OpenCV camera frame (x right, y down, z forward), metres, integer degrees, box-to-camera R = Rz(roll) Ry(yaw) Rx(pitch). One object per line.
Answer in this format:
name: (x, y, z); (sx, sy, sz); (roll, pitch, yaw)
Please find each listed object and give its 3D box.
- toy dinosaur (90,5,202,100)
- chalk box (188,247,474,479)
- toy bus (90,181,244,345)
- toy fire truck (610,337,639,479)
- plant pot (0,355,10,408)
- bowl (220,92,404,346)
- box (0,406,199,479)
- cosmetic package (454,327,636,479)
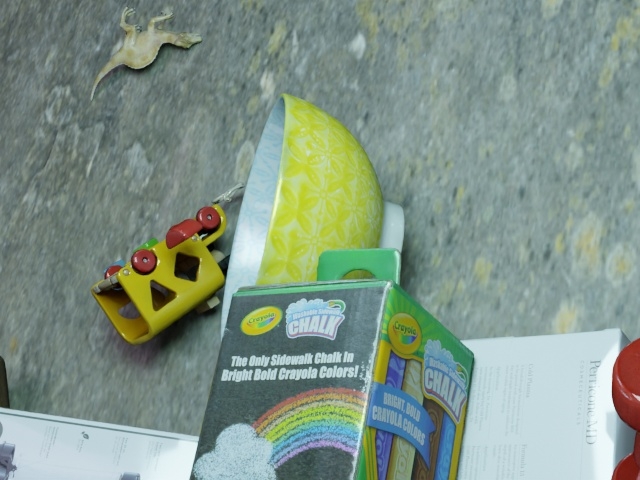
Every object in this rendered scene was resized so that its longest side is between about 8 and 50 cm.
toy dinosaur: (-0.251, -0.264, 1.908); (0.183, 0.053, 0.092); (-22, 56, 19)
chalk box: (0.019, 0.146, 1.305); (0.180, 0.179, 0.288); (-3, 61, 33)
toy bus: (-0.162, 0.039, 1.644); (0.202, 0.191, 0.104); (-31, 95, 14)
toy fire truck: (0.382, 0.146, 1.174); (0.254, 0.169, 0.302); (9, 39, 22)
plant pot: (-0.447, 0.272, 1.640); (0.215, 0.215, 0.230); (-26, 67, 16)
bowl: (0.000, 0.000, 1.514); (0.156, 0.289, 0.289); (12, 64, -9)
box: (-0.264, 0.280, 1.505); (0.290, 0.087, 0.169); (6, 65, 5)
cosmetic package: (0.151, 0.279, 1.320); (0.285, 0.097, 0.377); (-8, 60, 31)
